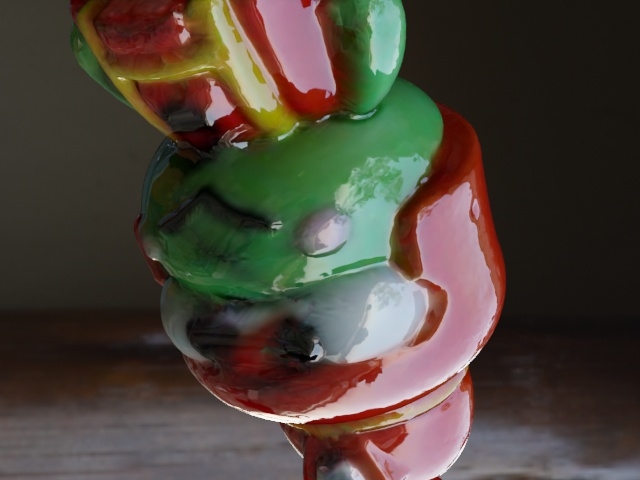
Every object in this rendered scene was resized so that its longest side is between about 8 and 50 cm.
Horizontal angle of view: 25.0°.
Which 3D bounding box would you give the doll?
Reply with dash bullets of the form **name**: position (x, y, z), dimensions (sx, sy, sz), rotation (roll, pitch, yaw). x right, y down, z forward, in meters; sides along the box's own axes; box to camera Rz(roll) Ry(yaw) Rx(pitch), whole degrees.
- **doll**: position (0.000, 0.000, 0.717), dimensions (0.160, 0.183, 0.363), rotation (-49, 128, -51)
